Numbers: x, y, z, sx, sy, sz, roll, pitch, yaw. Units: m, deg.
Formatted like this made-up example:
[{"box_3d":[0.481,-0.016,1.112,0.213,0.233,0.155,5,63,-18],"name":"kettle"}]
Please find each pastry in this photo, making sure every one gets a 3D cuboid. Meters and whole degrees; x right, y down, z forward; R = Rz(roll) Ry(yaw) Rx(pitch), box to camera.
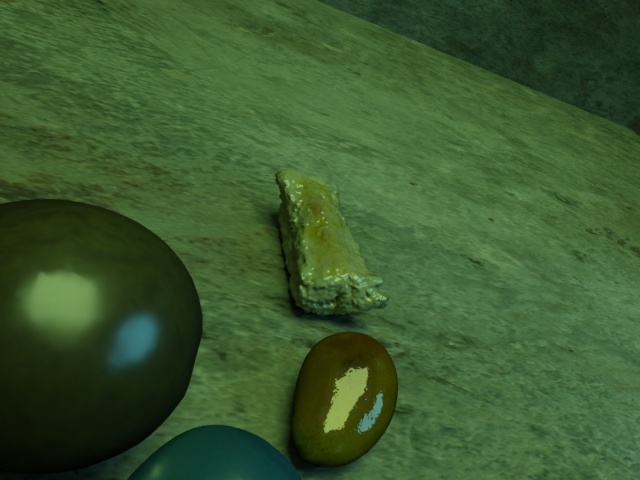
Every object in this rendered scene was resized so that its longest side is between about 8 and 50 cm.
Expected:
[{"box_3d":[-0.005,0.000,0.881,0.122,0.089,0.258,13,34,-31],"name":"pastry"}]

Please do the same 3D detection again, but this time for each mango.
[{"box_3d":[0.027,0.170,0.676,0.111,0.089,0.163,13,44,-4],"name":"mango"}]

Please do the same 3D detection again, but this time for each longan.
[{"box_3d":[-0.223,0.070,0.502,0.248,0.248,0.248,20,33,-14],"name":"longan"}]

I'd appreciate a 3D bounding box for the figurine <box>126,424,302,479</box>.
[{"box_3d":[-0.148,0.258,0.339,0.298,0.243,0.416,26,11,13],"name":"figurine"}]
